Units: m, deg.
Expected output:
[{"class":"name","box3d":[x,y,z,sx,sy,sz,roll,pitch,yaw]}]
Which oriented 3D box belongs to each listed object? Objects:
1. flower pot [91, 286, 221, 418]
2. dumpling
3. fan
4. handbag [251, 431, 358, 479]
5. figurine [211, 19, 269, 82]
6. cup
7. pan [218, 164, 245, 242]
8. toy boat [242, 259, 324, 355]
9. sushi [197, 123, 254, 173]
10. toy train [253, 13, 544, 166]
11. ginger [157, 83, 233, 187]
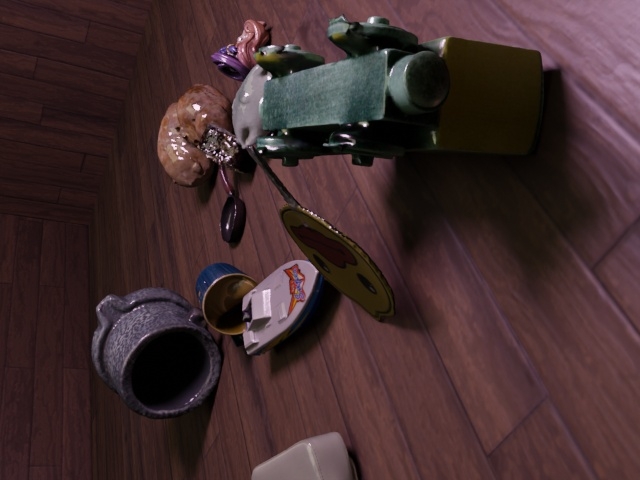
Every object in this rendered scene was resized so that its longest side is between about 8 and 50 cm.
[{"class":"flower pot","box3d":[-0.407,0.249,1.598,0.283,0.299,0.299,25,104,57]},{"class":"dumpling","box3d":[-0.139,-0.308,1.445,0.149,0.105,0.216,56,135,45]},{"class":"fan","box3d":[0.001,-0.001,0.917,0.011,0.335,0.229,-45,29,-15]},{"class":"handbag","box3d":[-0.013,0.428,1.024,0.256,0.079,0.219,-45,55,49]},{"class":"figurine","box3d":[-0.169,-0.443,1.569,0.157,0.126,0.114,-45,67,-7]},{"class":"cup","box3d":[-0.196,0.135,1.427,0.155,0.131,0.176,-147,44,-66]},{"class":"pan","box3d":[-0.218,-0.096,1.606,0.115,0.040,0.212,-36,58,55]},{"class":"toy boat","box3d":[-0.067,0.109,1.199,0.295,0.088,0.129,-41,47,52]},{"class":"sushi","box3d":[-0.217,-0.212,1.564,0.150,0.090,0.078,31,99,26]},{"class":"toy train","box3d":[0.071,-0.169,0.835,0.397,0.253,0.160,13,102,62]},{"class":"ginger","box3d":[-0.323,-0.291,1.744,0.304,0.155,0.244,-42,50,51]}]
